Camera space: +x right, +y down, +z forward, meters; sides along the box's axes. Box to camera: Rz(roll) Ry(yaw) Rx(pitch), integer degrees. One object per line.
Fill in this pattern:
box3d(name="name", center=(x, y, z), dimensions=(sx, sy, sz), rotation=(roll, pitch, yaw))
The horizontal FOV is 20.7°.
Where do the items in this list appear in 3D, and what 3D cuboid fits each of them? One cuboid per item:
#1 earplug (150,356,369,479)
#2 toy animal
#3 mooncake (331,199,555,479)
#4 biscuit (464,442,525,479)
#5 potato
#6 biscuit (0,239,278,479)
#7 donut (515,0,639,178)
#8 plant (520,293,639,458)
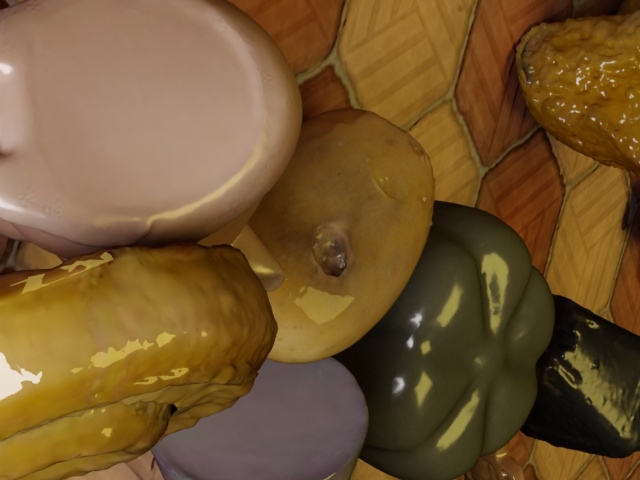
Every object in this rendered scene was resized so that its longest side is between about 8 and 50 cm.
box3d(name="earplug", center=(-0.048, 0.245, 1.426), dimensions=(0.172, 0.172, 0.301), rotation=(-44, 146, -40))
box3d(name="toy animal", center=(-0.118, -0.054, 1.082), dimensions=(0.256, 0.213, 0.195), rotation=(148, -71, -76))
box3d(name="mooncake", center=(0.112, 0.096, 1.632), dimensions=(0.275, 0.135, 0.275), rotation=(-29, 127, -46))
box3d(name="biscuit", center=(0.173, 0.246, 1.825), dimensions=(0.027, 0.133, 0.184), rotation=(-21, 122, -21))
box3d(name="potato", center=(0.000, 0.000, 1.373), dimensions=(0.234, 0.150, 0.146), rotation=(-47, 165, -29))
box3d(name="biscuit", center=(-0.165, 0.091, 1.017), dimensions=(0.296, 0.296, 0.102), rotation=(1, 65, -60))
box3d(name="donut", center=(0.354, -0.276, 1.808), dimensions=(0.378, 0.163, 0.435), rotation=(-6, 109, -60))
box3d(name="plant", center=(0.294, 0.159, 1.953), dimensions=(0.256, 0.164, 0.141), rotation=(38, 69, -44))
